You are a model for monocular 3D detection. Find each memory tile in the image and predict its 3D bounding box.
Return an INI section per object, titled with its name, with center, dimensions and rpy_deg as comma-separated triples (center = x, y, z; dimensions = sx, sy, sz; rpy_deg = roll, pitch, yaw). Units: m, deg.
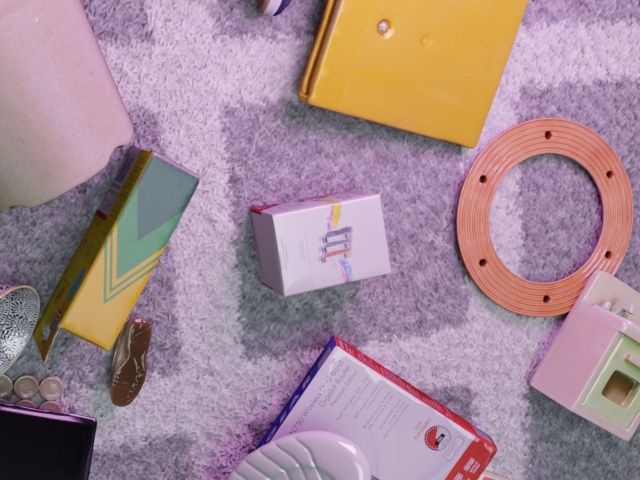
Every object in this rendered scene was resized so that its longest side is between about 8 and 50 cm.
[memory tile]
center = -0.439, 0.270, 1.611
dimensions = 0.113, 0.012, 0.148
rpy_deg = 5, 94, -19

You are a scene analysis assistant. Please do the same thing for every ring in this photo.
[ring]
center = 0.377, -0.038, 1.840
dimensions = 0.336, 0.032, 0.336
rpy_deg = -2, 96, -19

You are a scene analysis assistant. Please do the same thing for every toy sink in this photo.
[toy sink]
center = 0.494, 0.192, 1.833
dimensions = 0.153, 0.131, 0.234
rpy_deg = 31, 90, -28

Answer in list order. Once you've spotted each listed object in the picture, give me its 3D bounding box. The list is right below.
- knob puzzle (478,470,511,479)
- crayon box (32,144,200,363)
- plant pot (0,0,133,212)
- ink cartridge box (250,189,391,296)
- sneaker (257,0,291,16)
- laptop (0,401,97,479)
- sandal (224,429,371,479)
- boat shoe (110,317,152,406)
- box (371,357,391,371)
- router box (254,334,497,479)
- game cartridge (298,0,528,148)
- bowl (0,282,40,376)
[knob puzzle]
center = 0.290, 0.489, 1.871
dimensions = 0.213, 0.030, 0.213
rpy_deg = -2, 97, -18
[crayon box]
center = -0.292, 0.026, 1.534
dimensions = 0.081, 0.202, 0.318
rpy_deg = 29, 88, -19
[plant pot]
center = -0.411, -0.219, 1.428
dimensions = 0.334, 0.334, 0.305
rpy_deg = -35, 117, -12
[ink cartridge box]
center = 0.000, 0.000, 1.666
dimensions = 0.176, 0.128, 0.127
rpy_deg = -11, 99, -18
[sneaker]
center = 0.022, -0.441, 1.639
dimensions = 0.153, 0.099, 0.282
rpy_deg = 26, 85, -18
[laptop]
center = -0.552, 0.434, 1.505
dimensions = 0.382, 0.236, 0.408
rpy_deg = 14, 126, -24
[sandal]
center = -0.091, 0.417, 1.605
dimensions = 0.416, 0.102, 0.169
rpy_deg = -43, 82, 16
[boat shoe]
center = -0.286, 0.181, 1.635
dimensions = 0.050, 0.045, 0.135
rpy_deg = 18, 86, -27
[box]
center = 0.086, 0.357, 1.769
dimensions = 0.063, 0.067, 0.324
rpy_deg = -6, 97, -17
[router box]
center = 0.053, 0.368, 1.688
dimensions = 0.301, 0.082, 0.335
rpy_deg = 33, 96, -6
[game cartridge]
center = 0.150, -0.310, 1.673
dimensions = 0.323, 0.052, 0.285
rpy_deg = 12, 104, -32
[bowl]
center = -0.478, 0.120, 1.524
dimensions = 0.080, 0.170, 0.170
rpy_deg = 29, 86, 13
